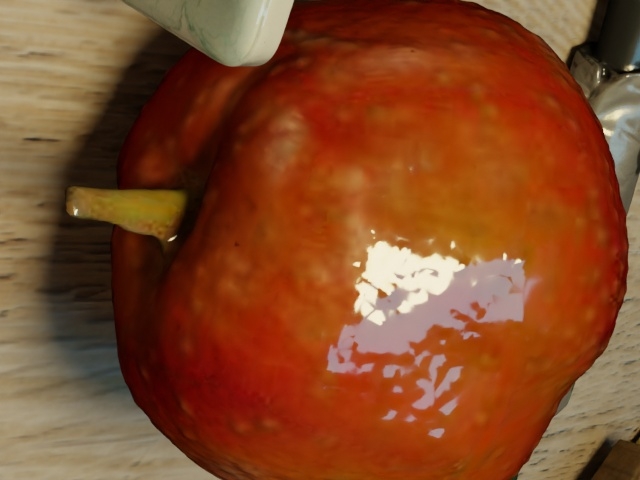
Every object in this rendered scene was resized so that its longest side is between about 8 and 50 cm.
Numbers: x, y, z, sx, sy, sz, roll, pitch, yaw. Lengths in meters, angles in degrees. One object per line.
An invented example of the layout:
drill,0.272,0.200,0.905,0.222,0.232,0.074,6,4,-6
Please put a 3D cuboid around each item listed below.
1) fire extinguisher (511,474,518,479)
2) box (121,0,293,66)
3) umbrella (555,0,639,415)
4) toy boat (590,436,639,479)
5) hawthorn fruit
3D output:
fire extinguisher,0.052,0.143,1.283,0.114,0.095,0.311,-28,149,28
box,-0.033,-0.234,0.876,0.044,0.142,0.285,-3,119,-45
umbrella,0.182,-0.023,1.312,0.073,0.067,0.337,-18,128,-52
toy boat,0.252,0.252,1.545,0.445,0.136,0.162,-52,146,-11
hawthorn fruit,0.000,0.000,0.990,0.330,0.287,0.287,8,111,-41
